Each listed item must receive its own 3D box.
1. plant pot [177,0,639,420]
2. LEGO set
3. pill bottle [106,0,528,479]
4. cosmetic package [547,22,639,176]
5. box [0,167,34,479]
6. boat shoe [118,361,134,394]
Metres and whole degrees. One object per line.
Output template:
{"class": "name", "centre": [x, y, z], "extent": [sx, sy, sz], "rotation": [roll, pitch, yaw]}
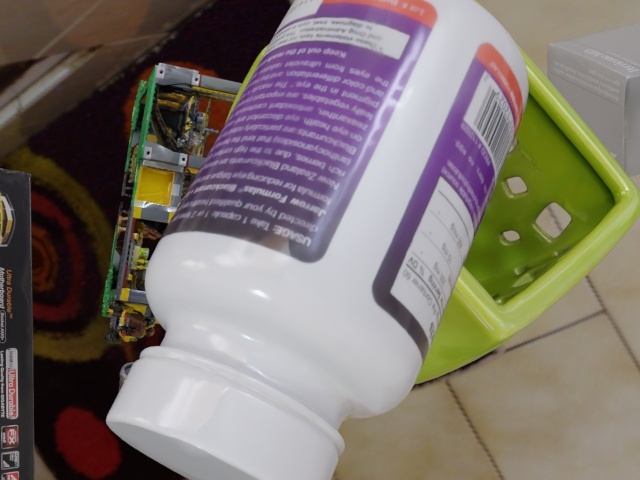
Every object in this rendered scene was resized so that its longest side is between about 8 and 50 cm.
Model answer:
{"class": "plant pot", "centre": [0.050, -0.019, 0.678], "extent": [0.227, 0.228, 0.207], "rotation": [52, 134, 7]}
{"class": "LEGO set", "centre": [-0.118, -0.037, 1.051], "extent": [0.192, 0.255, 0.331], "rotation": [10, 76, -16]}
{"class": "pill bottle", "centre": [0.000, 0.000, 0.364], "extent": [0.108, 0.193, 0.108], "rotation": [22, 156, 10]}
{"class": "cosmetic package", "centre": [0.339, -0.146, 0.874], "extent": [0.127, 0.238, 0.107], "rotation": [-134, 35, -56]}
{"class": "box", "centre": [-0.349, 0.081, 0.678], "extent": [0.073, 0.293, 0.296], "rotation": [-8, 82, 40]}
{"class": "boat shoe", "centre": [-0.168, 0.245, 1.363], "extent": [0.301, 0.108, 0.102], "rotation": [15, 113, 31]}
